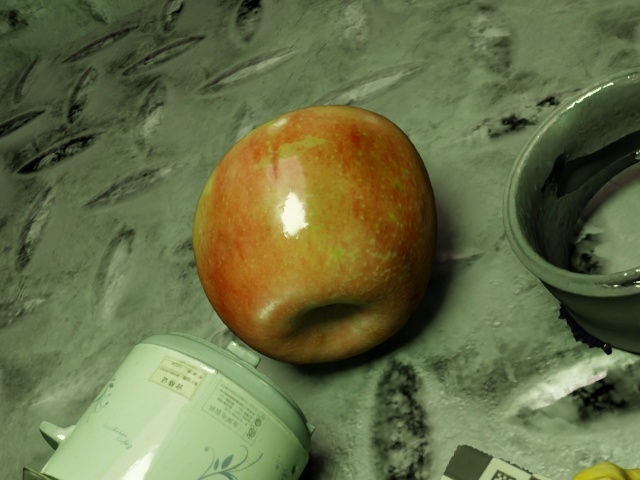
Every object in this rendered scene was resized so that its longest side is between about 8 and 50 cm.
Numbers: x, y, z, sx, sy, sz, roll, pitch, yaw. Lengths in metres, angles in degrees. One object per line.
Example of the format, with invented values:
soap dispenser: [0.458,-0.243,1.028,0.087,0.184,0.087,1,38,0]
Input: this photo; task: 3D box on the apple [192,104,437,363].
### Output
apple: [0.000,0.000,0.964,0.319,0.319,0.277,-26,60,9]

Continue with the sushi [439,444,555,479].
sushi: [0.171,0.323,0.719,0.192,0.051,0.215,14,53,38]

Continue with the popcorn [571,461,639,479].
popcorn: [0.254,0.290,0.480,0.281,0.316,0.297,-30,56,-30]

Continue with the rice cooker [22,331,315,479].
rice cooker: [-0.166,0.268,0.840,0.316,0.264,0.317,6,62,-12]

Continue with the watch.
watch: [0.364,-0.018,0.796,0.326,0.314,0.335,-15,53,39]
